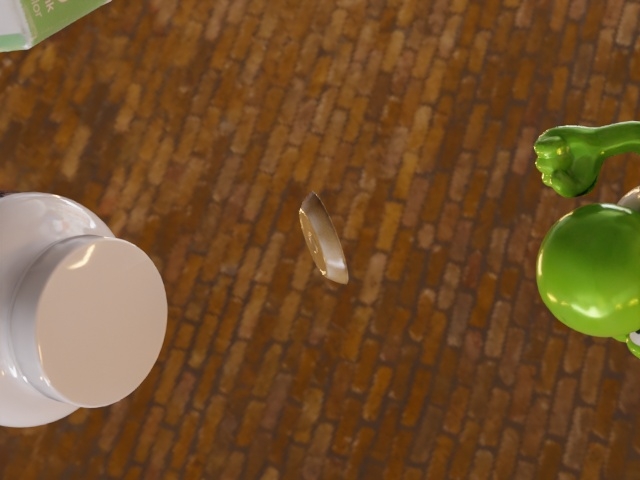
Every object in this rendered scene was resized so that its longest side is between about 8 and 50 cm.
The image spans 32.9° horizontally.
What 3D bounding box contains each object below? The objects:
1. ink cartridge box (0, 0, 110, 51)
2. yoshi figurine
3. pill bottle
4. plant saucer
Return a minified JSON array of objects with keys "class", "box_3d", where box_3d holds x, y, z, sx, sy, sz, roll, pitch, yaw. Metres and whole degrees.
[{"class":"ink cartridge box","box_3d":[-0.131,-0.157,0.480,0.154,0.093,0.212,0,-148,29]},{"class":"yoshi figurine","box_3d":[0.276,-0.060,0.851,0.203,0.362,0.203,12,-156,1]},{"class":"pill bottle","box_3d":[-0.281,0.047,0.876,0.323,0.181,0.181,6,-120,39]},{"class":"plant saucer","box_3d":[0.000,0.000,0.903,0.015,0.083,0.083,-21,-139,-10]}]
